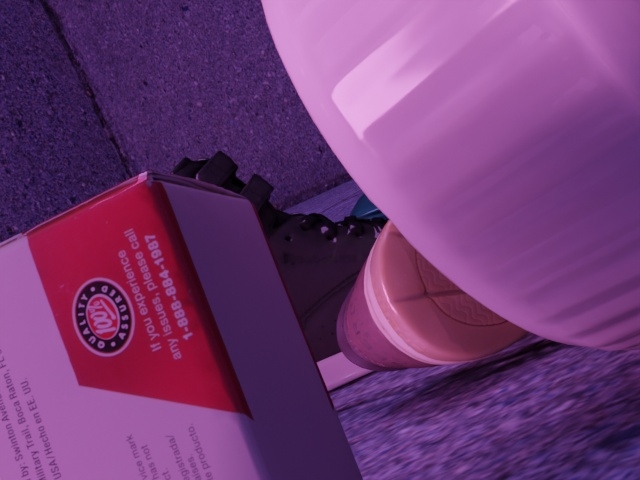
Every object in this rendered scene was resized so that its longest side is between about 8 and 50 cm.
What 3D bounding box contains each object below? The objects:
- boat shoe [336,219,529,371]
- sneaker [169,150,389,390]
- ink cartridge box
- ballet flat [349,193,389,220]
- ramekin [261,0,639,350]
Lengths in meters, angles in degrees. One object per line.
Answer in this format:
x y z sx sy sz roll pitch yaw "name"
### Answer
0.117 -0.024 0.725 0.285 0.103 0.092 -34 2 -33 "boat shoe"
0.000 0.000 0.836 0.296 0.147 0.104 -25 2 -2 "sneaker"
-0.085 0.075 0.422 0.175 0.127 0.072 -25 -10 16 "ink cartridge box"
0.040 0.009 1.000 0.080 0.073 0.232 -18 7 23 "ballet flat"
0.095 -0.082 0.558 0.127 0.273 0.273 -39 -3 29 "ramekin"
